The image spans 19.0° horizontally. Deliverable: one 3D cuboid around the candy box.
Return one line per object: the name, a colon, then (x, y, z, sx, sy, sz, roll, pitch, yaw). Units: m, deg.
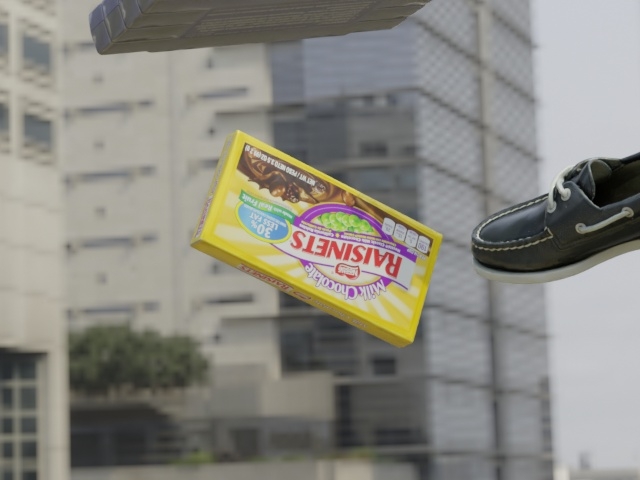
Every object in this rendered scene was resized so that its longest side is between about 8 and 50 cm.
candy box: (0.000, 0.000, 1.569, 0.206, 0.105, 0.027, 26, -23, -20)

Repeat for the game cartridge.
game cartridge: (-0.027, -0.254, 1.861, 0.355, 0.068, 0.230, -9, -7, -32)

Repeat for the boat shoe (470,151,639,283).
boat shoe: (0.264, -0.037, 1.736, 0.302, 0.091, 0.114, -14, 32, 26)
